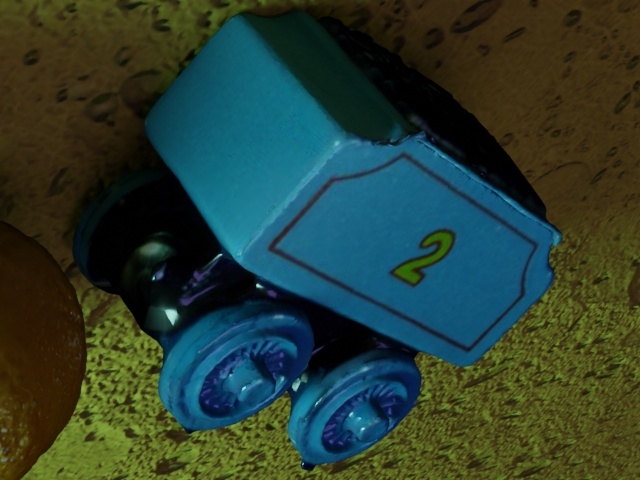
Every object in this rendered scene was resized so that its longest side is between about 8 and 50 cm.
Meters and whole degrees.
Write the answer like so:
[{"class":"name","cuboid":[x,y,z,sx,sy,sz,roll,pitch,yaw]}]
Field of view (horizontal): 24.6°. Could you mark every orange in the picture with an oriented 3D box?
[{"class":"orange","cuboid":[-0.231,0.076,0.873,0.193,0.193,0.161,-33,125,1]}]

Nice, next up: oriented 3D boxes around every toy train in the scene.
[{"class":"toy train","cuboid":[0.000,0.000,0.991,0.265,0.188,0.300,-47,143,13]}]
